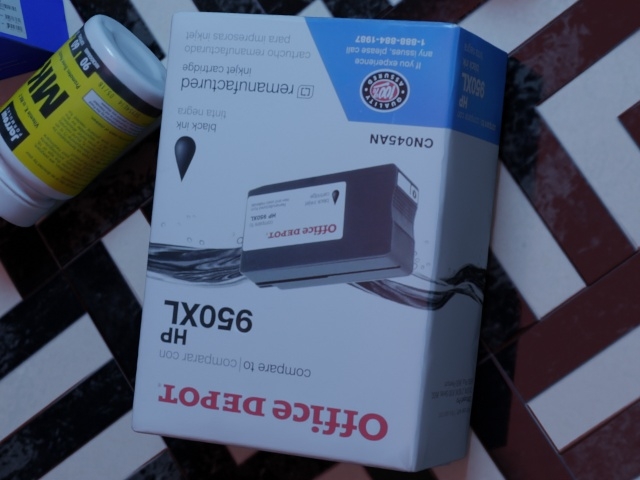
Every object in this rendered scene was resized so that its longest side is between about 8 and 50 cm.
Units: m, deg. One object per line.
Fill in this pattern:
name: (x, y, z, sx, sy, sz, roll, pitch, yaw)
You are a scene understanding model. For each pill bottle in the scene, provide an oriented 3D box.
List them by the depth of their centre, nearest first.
pill bottle: (-0.256, -0.117, 1.606, 0.208, 0.119, 0.119, -42, 74, 14)

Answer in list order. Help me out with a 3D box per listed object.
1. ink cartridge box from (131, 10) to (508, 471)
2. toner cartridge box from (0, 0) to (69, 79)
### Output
ink cartridge box: (0.000, 0.000, 1.475, 0.285, 0.166, 0.395, 5, 89, 22)
toner cartridge box: (-0.452, -0.194, 1.662, 0.347, 0.165, 0.075, -12, 82, 19)
